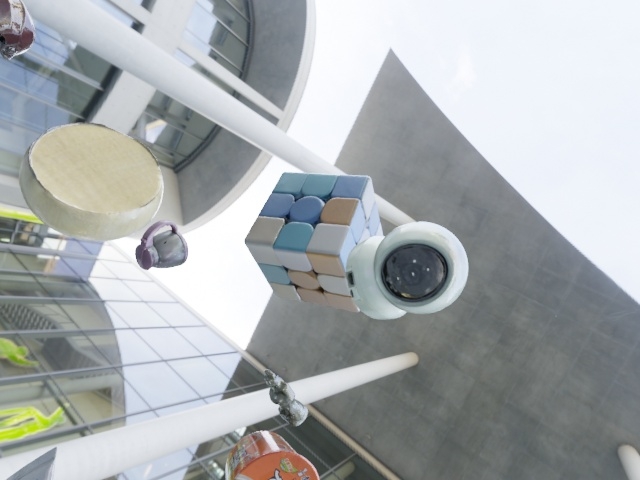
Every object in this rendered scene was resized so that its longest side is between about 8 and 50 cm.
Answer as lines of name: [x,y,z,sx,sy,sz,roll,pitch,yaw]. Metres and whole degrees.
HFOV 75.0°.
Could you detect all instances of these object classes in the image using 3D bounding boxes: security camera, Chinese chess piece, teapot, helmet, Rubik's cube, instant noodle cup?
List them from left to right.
helmet: [-0.577,-0.402,0.781,0.098,0.070,0.123,62,-29,10]
Chinese chess piece: [-0.442,-0.117,0.824,0.103,0.250,0.249,-49,-121,42]
teapot: [-0.471,0.025,1.243,0.116,0.146,0.148,49,-56,12]
instant noodle cup: [-0.146,0.650,1.120,0.192,0.250,0.250,176,-76,-70]
Rubik's cube: [0.000,0.000,1.456,0.344,0.347,0.346,7,-125,23]
security camera: [0.192,0.060,0.870,0.236,0.195,0.194,-21,-110,46]

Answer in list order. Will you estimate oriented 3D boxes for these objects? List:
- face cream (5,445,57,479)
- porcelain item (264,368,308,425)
face cream: [-0.715,0.753,0.996,0.235,0.137,0.420,-35,-130,17]
porcelain item: [-0.101,0.420,1.132,0.069,0.215,0.081,-40,-137,-25]
